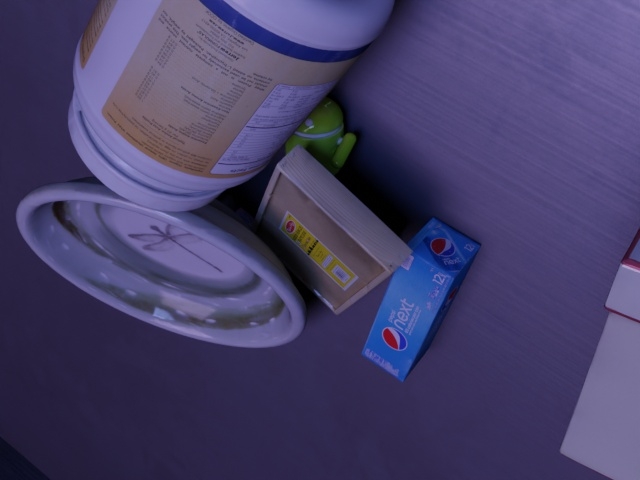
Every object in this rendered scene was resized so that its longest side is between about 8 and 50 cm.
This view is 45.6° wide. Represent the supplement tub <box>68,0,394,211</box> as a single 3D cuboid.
[{"bbox_3d":[-0.102,-0.190,0.742,0.228,0.228,0.316,47,133,-1],"label":"supplement tub"}]

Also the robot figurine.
[{"bbox_3d":[-0.007,-0.115,0.869,0.101,0.067,0.115,24,135,25],"label":"robot figurine"}]

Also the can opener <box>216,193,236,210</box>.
[{"bbox_3d":[-0.252,-0.047,1.114,0.284,0.095,0.076,-1,122,41],"label":"can opener"}]

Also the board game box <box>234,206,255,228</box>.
[{"bbox_3d":[-0.098,0.010,1.087,0.090,0.020,0.090,40,139,7],"label":"board game box"}]

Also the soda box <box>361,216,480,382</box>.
[{"bbox_3d":[0.116,0.076,0.918,0.067,0.071,0.210,34,138,16],"label":"soda box"}]

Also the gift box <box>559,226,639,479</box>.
[{"bbox_3d":[0.348,0.080,0.574,0.255,0.276,0.258,19,132,21],"label":"gift box"}]

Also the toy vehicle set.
[{"bbox_3d":[0.000,0.000,0.909,0.166,0.035,0.267,44,161,2],"label":"toy vehicle set"}]

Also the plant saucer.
[{"bbox_3d":[-0.197,0.016,1.023,0.401,0.100,0.400,16,153,8],"label":"plant saucer"}]
